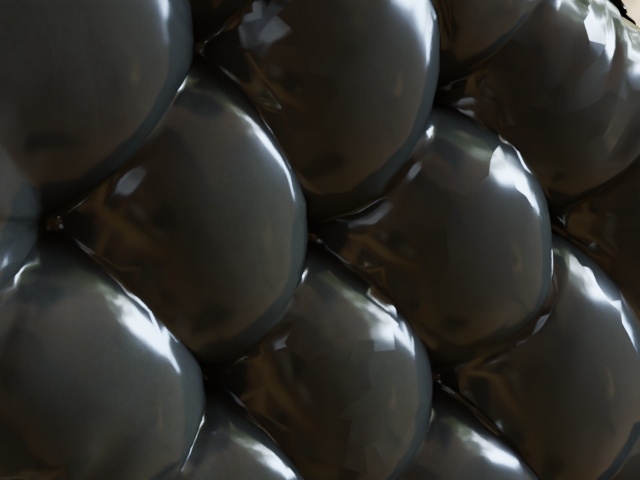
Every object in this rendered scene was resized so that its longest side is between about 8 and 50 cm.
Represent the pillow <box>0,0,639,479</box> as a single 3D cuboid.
[{"bbox_3d":[0.000,0.000,0.413,0.101,0.326,0.228,4,-131,53],"label":"pillow"}]
